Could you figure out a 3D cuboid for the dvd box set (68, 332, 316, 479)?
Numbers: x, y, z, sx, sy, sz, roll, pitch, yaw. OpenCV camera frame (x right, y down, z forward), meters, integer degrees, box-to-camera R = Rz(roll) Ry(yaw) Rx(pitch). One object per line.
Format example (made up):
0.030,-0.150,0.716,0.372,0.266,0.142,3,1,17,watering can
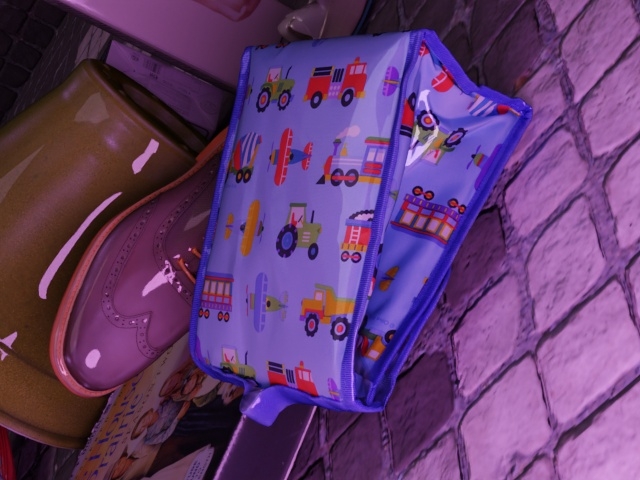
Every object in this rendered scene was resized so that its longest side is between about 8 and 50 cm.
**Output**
-0.137,0.200,1.186,0.420,0.062,0.308,-27,34,57,dvd box set

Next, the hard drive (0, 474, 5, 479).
-0.372,0.298,1.331,0.047,0.353,0.233,-28,27,0,hard drive

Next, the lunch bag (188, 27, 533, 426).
0.000,0.000,0.972,0.221,0.138,0.293,6,71,52,lunch bag

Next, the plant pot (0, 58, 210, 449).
-0.288,-0.010,1.479,0.353,0.366,0.366,-50,24,8,plant pot

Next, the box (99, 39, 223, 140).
-0.267,-0.111,1.693,0.290,0.169,0.087,-50,24,39,box

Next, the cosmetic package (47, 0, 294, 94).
-0.204,-0.305,1.606,0.129,0.296,0.153,-65,24,0,cosmetic package

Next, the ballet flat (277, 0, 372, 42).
-0.021,-0.194,1.361,0.248,0.086,0.086,-67,22,-4,ballet flat

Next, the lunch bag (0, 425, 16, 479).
-0.514,0.285,1.800,0.258,0.120,0.293,112,147,-40,lunch bag

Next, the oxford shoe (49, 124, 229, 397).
-0.115,0.002,1.204,0.364,0.130,0.132,-52,25,-20,oxford shoe
